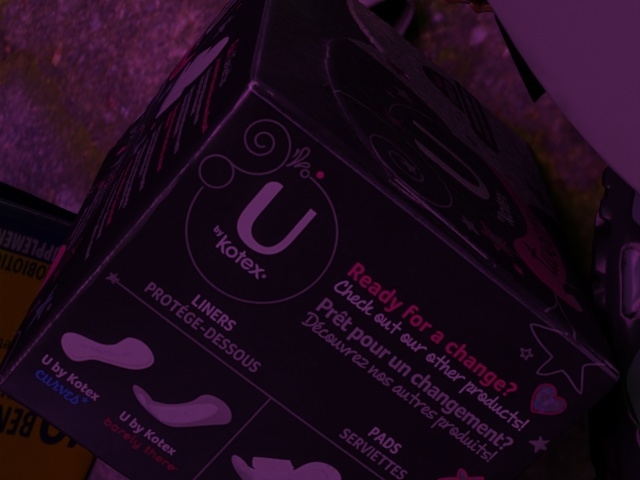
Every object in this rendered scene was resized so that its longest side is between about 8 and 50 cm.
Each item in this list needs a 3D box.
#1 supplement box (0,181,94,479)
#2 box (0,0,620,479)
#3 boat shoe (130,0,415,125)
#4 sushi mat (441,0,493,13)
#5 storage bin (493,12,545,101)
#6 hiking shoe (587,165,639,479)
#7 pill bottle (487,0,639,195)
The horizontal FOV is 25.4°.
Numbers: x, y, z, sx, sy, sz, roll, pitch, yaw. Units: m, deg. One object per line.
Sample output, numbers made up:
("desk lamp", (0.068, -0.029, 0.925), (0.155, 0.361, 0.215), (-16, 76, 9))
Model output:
("supplement box", (-0.272, 0.125, 0.805), (0.195, 0.194, 0.356), (21, 90, 43))
("box", (0.000, 0.000, 0.567), (0.142, 0.163, 0.247), (-48, 14, 18))
("boat shoe", (-0.038, -0.057, 0.740), (0.076, 0.083, 0.226), (42, 103, 42))
("sushi mat", (0.146, -0.192, 0.548), (0.151, 0.019, 0.316), (17, 60, 13))
("storage bin", (0.131, -0.115, 0.585), (0.091, 0.135, 0.098), (7, 79, 17))
("hiking shoe", (0.167, 0.077, 0.527), (0.132, 0.113, 0.304), (-1, 65, 9))
("pill bottle", (0.221, -0.160, 0.381), (0.361, 0.204, 0.204), (-34, 50, -9))
